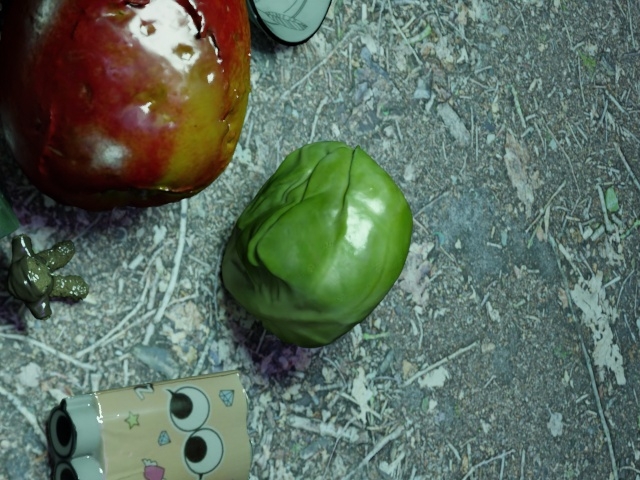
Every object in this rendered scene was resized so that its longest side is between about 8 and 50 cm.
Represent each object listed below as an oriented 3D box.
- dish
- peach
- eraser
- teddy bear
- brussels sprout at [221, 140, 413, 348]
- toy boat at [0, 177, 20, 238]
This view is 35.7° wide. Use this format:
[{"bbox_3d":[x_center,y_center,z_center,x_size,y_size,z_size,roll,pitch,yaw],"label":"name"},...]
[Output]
[{"bbox_3d":[-0.079,-0.479,1.639,0.316,0.106,0.317,-33,128,-55],"label":"dish"},{"bbox_3d":[-0.247,-0.251,1.333,0.339,0.353,0.417,9,74,-39],"label":"peach"},{"bbox_3d":[-0.236,0.288,1.424,0.290,0.087,0.171,-3,83,-41],"label":"eraser"},{"bbox_3d":[-0.384,0.049,1.342,0.160,0.077,0.119,-19,94,-80],"label":"teddy bear"},{"bbox_3d":[0.000,0.000,1.523,0.247,0.328,0.328,46,56,-22],"label":"brussels sprout"},{"bbox_3d":[-0.484,-0.113,1.292,0.261,0.078,0.085,59,28,-18],"label":"toy boat"}]
